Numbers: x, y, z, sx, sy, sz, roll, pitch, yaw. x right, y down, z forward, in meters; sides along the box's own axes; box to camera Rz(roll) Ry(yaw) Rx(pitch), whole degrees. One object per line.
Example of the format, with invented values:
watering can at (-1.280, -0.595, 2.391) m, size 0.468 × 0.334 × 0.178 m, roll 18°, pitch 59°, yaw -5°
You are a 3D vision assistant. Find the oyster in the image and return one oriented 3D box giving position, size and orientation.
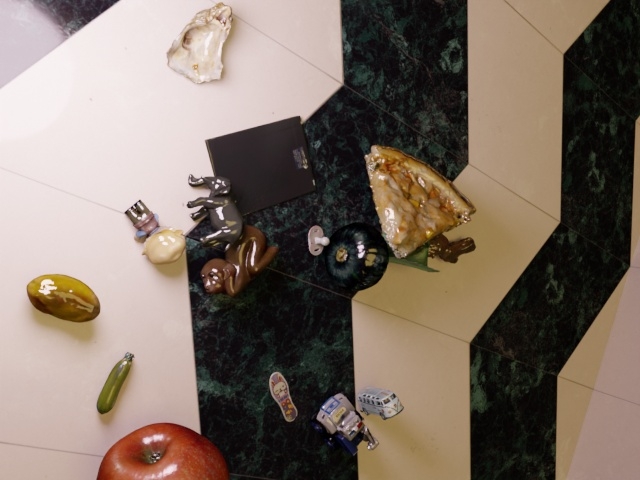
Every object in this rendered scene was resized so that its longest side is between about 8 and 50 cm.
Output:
oyster at (-0.330, -0.565, 1.689) m, size 0.162 × 0.107 × 0.232 m, roll 27°, pitch 99°, yaw -38°

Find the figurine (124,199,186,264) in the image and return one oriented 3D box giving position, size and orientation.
figurine at (-0.466, -0.018, 1.669) m, size 0.196 × 0.108 × 0.114 m, roll 48°, pitch 59°, yaw -10°

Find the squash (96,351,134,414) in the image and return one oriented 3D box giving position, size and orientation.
squash at (-0.573, 0.398, 1.668) m, size 0.052 × 0.052 × 0.183 m, roll 31°, pitch 80°, yaw -32°

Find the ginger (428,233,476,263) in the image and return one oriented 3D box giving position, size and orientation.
ginger at (0.476, 0.026, 2.307) m, size 0.290 × 0.084 × 0.122 m, roll 4°, pitch 72°, yaw -30°

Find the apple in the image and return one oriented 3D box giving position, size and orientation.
apple at (-0.426, 0.660, 1.625) m, size 0.349 × 0.349 × 0.276 m, roll -22°, pitch 119°, yaw -30°

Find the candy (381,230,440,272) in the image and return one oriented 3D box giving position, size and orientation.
candy at (0.299, -0.092, 2.121) m, size 0.263 × 0.172 × 0.397 m, roll 10°, pitch 78°, yaw -38°

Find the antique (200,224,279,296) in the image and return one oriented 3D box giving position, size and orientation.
antique at (-0.254, 0.063, 1.797) m, size 0.257 × 0.121 × 0.143 m, roll -47°, pitch 110°, yaw -20°

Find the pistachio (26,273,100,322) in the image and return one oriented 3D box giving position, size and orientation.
pistachio at (-0.665, 0.146, 1.551) m, size 0.189 × 0.100 × 0.110 m, roll 23°, pitch 61°, yaw -25°

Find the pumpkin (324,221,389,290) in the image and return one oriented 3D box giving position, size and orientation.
pumpkin at (0.119, 0.052, 1.974) m, size 0.163 × 0.233 × 0.232 m, roll 9°, pitch 91°, yaw -39°

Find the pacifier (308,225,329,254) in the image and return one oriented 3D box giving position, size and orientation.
pacifier at (0.000, 0.000, 1.980) m, size 0.082 × 0.078 × 0.099 m, roll -14°, pitch 103°, yaw -45°

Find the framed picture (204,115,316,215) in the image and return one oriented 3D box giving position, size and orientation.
framed picture at (-0.178, -0.231, 1.872) m, size 0.339 × 0.014 × 0.255 m, roll -22°, pitch 108°, yaw -29°

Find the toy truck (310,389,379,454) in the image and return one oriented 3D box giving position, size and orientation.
toy truck at (0.090, 0.642, 2.063) m, size 0.161 × 0.177 × 0.213 m, roll -43°, pitch 117°, yaw -20°

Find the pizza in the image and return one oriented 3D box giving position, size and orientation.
pizza at (0.310, -0.173, 2.049) m, size 0.435 × 0.080 × 0.391 m, roll -25°, pitch 77°, yaw -40°

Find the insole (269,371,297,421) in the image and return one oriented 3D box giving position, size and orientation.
insole at (-0.126, 0.529, 2.008) m, size 0.065 × 0.004 × 0.197 m, roll -29°, pitch 111°, yaw -27°

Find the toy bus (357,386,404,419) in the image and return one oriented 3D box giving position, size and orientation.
toy bus at (0.210, 0.575, 2.129) m, size 0.087 × 0.194 × 0.088 m, roll -25°, pitch 97°, yaw -28°

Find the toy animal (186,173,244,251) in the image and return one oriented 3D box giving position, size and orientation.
toy animal at (-0.309, -0.089, 1.742) m, size 0.146 × 0.114 × 0.244 m, roll -22°, pitch 97°, yaw -11°
